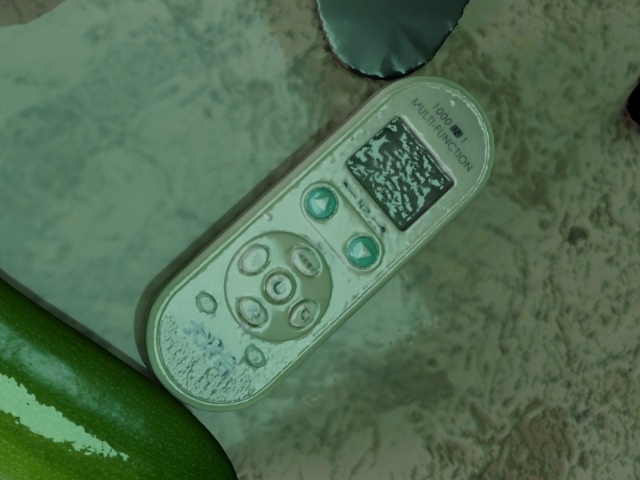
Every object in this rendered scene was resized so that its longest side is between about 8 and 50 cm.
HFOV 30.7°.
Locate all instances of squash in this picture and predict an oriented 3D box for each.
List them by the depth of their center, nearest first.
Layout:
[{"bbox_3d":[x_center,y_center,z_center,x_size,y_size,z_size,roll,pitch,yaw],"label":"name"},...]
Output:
[{"bbox_3d":[-0.165,0.054,0.547,0.292,0.082,0.082,38,82,-10],"label":"squash"}]

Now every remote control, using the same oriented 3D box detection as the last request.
[{"bbox_3d":[0.000,0.000,0.610,0.221,0.042,0.078,-43,99,-11],"label":"remote control"}]

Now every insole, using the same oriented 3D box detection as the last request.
[{"bbox_3d":[0.043,-0.242,0.632,0.110,0.012,0.309,-1,91,-13],"label":"insole"}]

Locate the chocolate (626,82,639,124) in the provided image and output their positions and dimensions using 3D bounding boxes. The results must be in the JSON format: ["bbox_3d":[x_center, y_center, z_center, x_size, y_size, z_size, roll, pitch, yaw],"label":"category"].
[{"bbox_3d":[0.242,-0.046,0.668,0.147,0.070,0.072,46,70,-21],"label":"chocolate"}]
